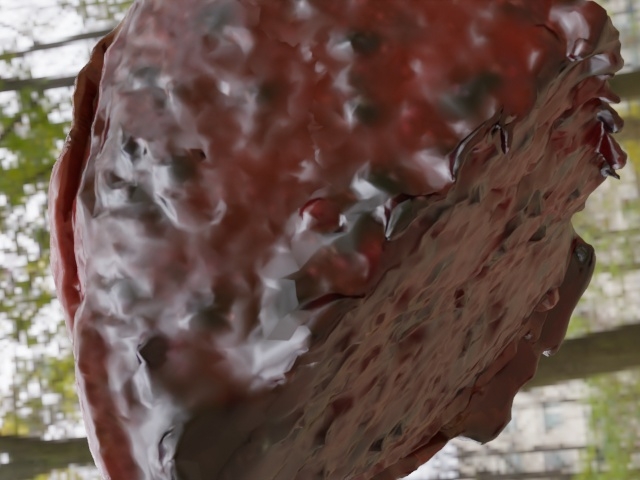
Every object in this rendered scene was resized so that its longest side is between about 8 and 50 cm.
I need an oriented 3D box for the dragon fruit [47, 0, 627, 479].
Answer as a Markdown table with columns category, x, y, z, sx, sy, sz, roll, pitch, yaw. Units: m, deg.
| category | x | y | z | sx | sy | sz | roll | pitch | yaw |
| --- | --- | --- | --- | --- | --- | --- | --- | --- | --- |
| dragon fruit | -0.008 | -0.005 | 0.666 | 0.286 | 0.228 | 0.329 | -53 | -21 | -1 |
